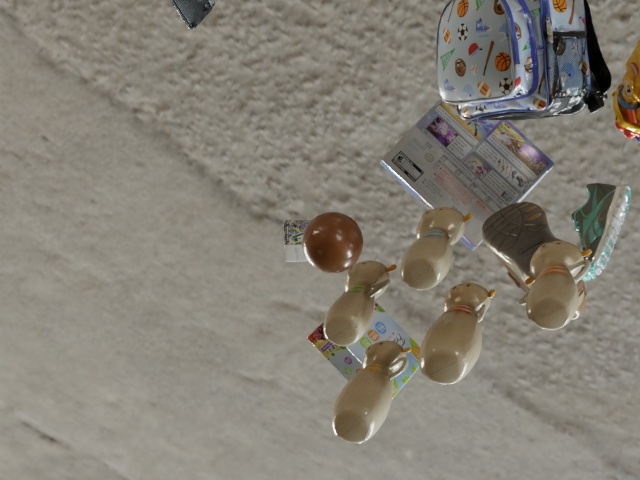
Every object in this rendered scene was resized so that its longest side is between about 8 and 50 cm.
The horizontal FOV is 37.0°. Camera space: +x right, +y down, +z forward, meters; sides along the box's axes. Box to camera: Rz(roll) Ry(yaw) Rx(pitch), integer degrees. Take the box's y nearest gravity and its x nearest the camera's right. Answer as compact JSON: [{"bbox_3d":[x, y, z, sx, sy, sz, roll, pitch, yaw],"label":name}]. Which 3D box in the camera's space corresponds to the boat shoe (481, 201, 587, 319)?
[{"bbox_3d":[0.369,0.036,1.658,0.123,0.324,0.116,-25,115,6],"label":"boat shoe"}]

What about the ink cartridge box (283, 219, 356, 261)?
[{"bbox_3d":[0.000,0.000,1.522,0.115,0.029,0.063,0,105,5],"label":"ink cartridge box"}]

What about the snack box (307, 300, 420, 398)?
[{"bbox_3d":[0.100,0.220,1.971,0.207,0.174,0.070,46,128,3],"label":"snack box"}]

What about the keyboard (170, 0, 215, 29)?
[{"bbox_3d":[-0.254,-0.483,1.734,0.038,0.100,0.192,29,161,37],"label":"keyboard"}]

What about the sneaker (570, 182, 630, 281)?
[{"bbox_3d":[0.420,-0.017,1.479,0.076,0.167,0.065,18,164,27],"label":"sneaker"}]

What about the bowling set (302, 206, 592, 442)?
[{"bbox_3d":[0.085,0.031,0.877,0.287,0.154,0.200,-32,99,25],"label":"bowling set"}]

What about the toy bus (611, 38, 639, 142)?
[{"bbox_3d":[0.617,-0.257,1.767,0.220,0.150,0.211,18,150,-27],"label":"toy bus"}]

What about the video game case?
[{"bbox_3d":[0.305,-0.159,1.996,0.269,0.244,0.061,44,175,6],"label":"video game case"}]

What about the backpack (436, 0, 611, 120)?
[{"bbox_3d":[0.315,-0.335,1.582,0.213,0.264,0.276,0,-178,-38],"label":"backpack"}]
